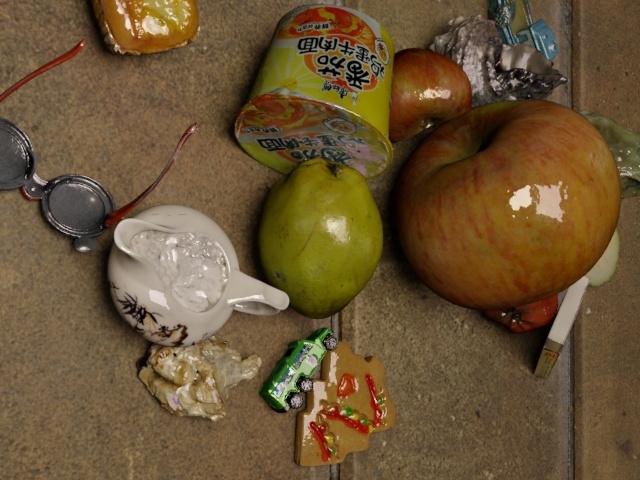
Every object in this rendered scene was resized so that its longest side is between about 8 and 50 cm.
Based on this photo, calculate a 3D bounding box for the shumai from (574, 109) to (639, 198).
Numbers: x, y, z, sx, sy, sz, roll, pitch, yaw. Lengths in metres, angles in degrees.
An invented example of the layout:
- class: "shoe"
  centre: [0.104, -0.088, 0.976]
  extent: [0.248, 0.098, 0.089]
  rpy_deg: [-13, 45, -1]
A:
- class: "shumai"
  centre: [0.624, -0.193, 1.629]
  extent: [0.260, 0.222, 0.225]
  rpy_deg: [4, 74, -27]

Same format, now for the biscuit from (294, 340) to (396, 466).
- class: "biscuit"
  centre: [0.038, 0.304, 1.320]
  extent: [0.239, 0.041, 0.212]
  rpy_deg: [-48, 115, -27]

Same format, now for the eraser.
- class: "eraser"
  centre: [0.502, 0.185, 1.560]
  extent: [0.157, 0.038, 0.230]
  rpy_deg: [-60, 160, -20]

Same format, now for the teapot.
- class: "teapot"
  centre: [-0.189, 0.053, 1.099]
  extent: [0.299, 0.166, 0.208]
  rpy_deg: [19, 55, -31]

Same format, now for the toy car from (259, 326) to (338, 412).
- class: "toy car"
  centre: [-0.036, 0.212, 1.256]
  extent: [0.062, 0.071, 0.165]
  rpy_deg: [39, 67, -12]

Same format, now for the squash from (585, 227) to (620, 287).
- class: "squash"
  centre: [0.620, 0.001, 1.738]
  extent: [0.219, 0.041, 0.219]
  rpy_deg: [6, 80, -35]

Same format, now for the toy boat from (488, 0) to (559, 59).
- class: "toy boat"
  centre: [0.431, -0.469, 1.588]
  extent: [0.109, 0.098, 0.238]
  rpy_deg: [-34, 106, -34]

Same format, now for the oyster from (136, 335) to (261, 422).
- class: "oyster"
  centre: [-0.177, 0.198, 1.155]
  extent: [0.191, 0.081, 0.163]
  rpy_deg: [-18, 93, -37]

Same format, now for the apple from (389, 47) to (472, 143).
- class: "apple"
  centre: [0.169, -0.259, 1.335]
  extent: [0.160, 0.195, 0.173]
  rpy_deg: [54, 23, -28]

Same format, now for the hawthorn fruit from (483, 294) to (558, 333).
- class: "hawthorn fruit"
  centre: [0.413, 0.088, 1.534]
  extent: [0.163, 0.162, 0.203]
  rpy_deg: [54, 39, -20]

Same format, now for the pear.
- class: "pear"
  centre: [0.000, 0.000, 1.204]
  extent: [0.212, 0.212, 0.269]
  rpy_deg: [-11, 120, -34]

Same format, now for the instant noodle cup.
- class: "instant noodle cup"
  centre: [0.007, -0.237, 1.206]
  extent: [0.264, 0.264, 0.200]
  rpy_deg: [27, 64, -31]

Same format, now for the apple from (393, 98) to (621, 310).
- class: "apple"
  centre: [0.332, -0.057, 1.330]
  extent: [0.400, 0.400, 0.334]
  rpy_deg: [-50, 122, -25]

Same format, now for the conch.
- class: "conch"
  centre: [0.337, -0.336, 1.489]
  extent: [0.312, 0.186, 0.241]
  rpy_deg: [2, 77, -15]

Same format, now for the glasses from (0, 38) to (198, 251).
- class: "glasses"
  centre: [-0.319, -0.115, 0.963]
  extent: [0.234, 0.268, 0.118]
  rpy_deg: [39, 49, -25]

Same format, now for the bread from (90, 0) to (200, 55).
- class: "bread"
  centre: [-0.278, -0.412, 1.089]
  extent: [0.152, 0.119, 0.288]
  rpy_deg: [-16, 97, -30]
